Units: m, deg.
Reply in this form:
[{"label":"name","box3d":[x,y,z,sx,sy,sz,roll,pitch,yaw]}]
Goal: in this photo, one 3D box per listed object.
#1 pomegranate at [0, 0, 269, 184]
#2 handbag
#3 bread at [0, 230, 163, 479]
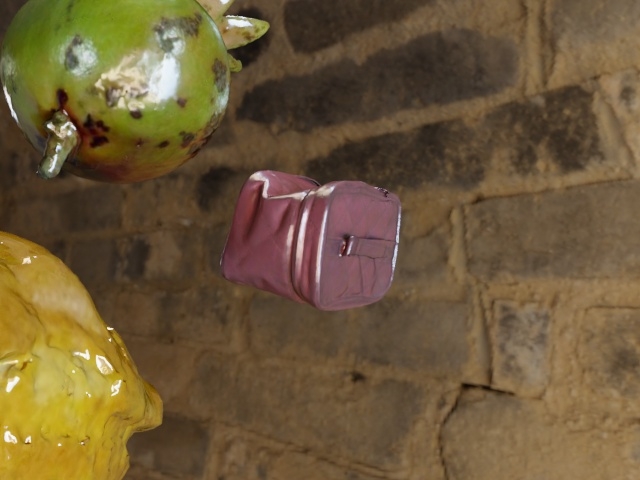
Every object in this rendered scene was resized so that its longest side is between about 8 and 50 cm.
[{"label":"pomegranate","box3d":[-0.122,-0.117,0.670,0.156,0.220,0.156,8,-74,32]},{"label":"handbag","box3d":[0.000,0.000,1.069,0.135,0.225,0.147,12,-88,27]},{"label":"bread","box3d":[-0.289,0.081,0.505,0.398,0.398,0.215,-9,-118,51]}]
